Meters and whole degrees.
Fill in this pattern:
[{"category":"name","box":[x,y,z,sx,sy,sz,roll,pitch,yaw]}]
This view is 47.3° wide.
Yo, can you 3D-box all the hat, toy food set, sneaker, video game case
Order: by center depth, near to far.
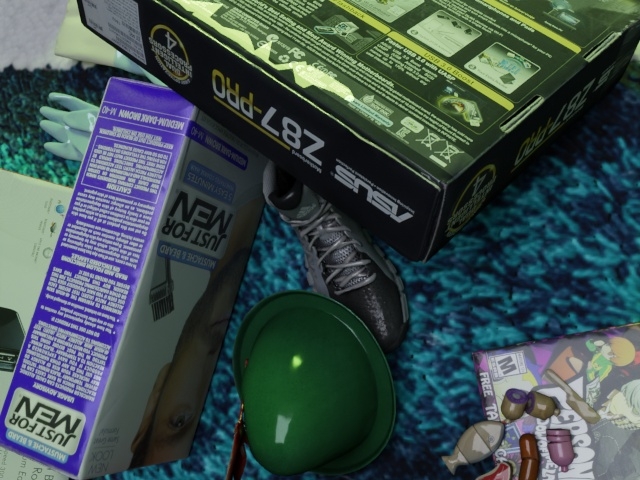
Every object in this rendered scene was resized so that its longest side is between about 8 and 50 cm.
[{"category":"video game case","box":[0.250,0.186,0.594,0.210,0.042,0.232,-13,75,18]},{"category":"toy food set","box":[0.164,0.167,0.598,0.122,0.019,0.078,-48,66,9]},{"category":"hat","box":[-0.047,0.163,0.613,0.173,0.183,0.208,-18,92,31]},{"category":"sneaker","box":[0.000,0.000,0.678,0.086,0.132,0.228,-30,70,13]}]

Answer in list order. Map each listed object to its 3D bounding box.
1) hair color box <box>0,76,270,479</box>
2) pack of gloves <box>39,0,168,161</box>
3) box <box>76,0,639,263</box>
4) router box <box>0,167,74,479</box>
[{"category":"hair color box","box":[-0.162,0.039,0.703,0.110,0.185,0.338,16,86,21]},{"category":"pack of gloves","box":[-0.227,-0.168,0.857,0.232,0.046,0.195,24,100,26]},{"category":"box","box":[0.032,-0.197,0.635,0.395,0.097,0.318,36,57,22]},{"category":"router box","box":[-0.375,0.085,0.721,0.082,0.301,0.335,1,77,59]}]
